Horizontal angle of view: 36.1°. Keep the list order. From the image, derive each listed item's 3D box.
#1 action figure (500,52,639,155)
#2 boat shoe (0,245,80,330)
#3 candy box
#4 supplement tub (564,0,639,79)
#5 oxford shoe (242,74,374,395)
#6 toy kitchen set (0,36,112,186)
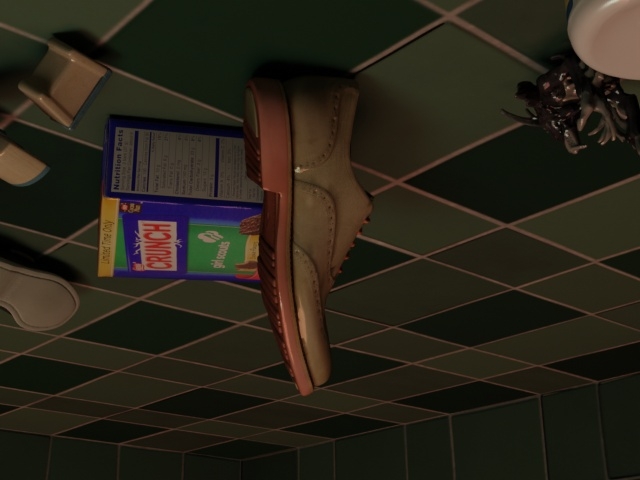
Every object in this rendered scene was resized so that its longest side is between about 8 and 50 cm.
[{"bbox_3d":[0.321,-0.154,1.054,0.164,0.141,0.276,2,159,-38],"label":"action figure"},{"bbox_3d":[-0.515,0.066,1.643,0.114,0.091,0.302,-47,152,-4],"label":"boat shoe"},{"bbox_3d":[-0.140,-0.041,1.338,0.317,0.122,0.268,5,157,-11],"label":"candy box"},{"bbox_3d":[0.255,-0.240,0.753,0.144,0.199,0.144,0,159,0],"label":"supplement tub"},{"bbox_3d":[0.000,0.000,1.167,0.147,0.397,0.140,-9,-157,-13],"label":"oxford shoe"},{"bbox_3d":[-0.346,-0.159,1.125,0.207,0.166,0.122,30,175,33],"label":"toy kitchen set"}]
